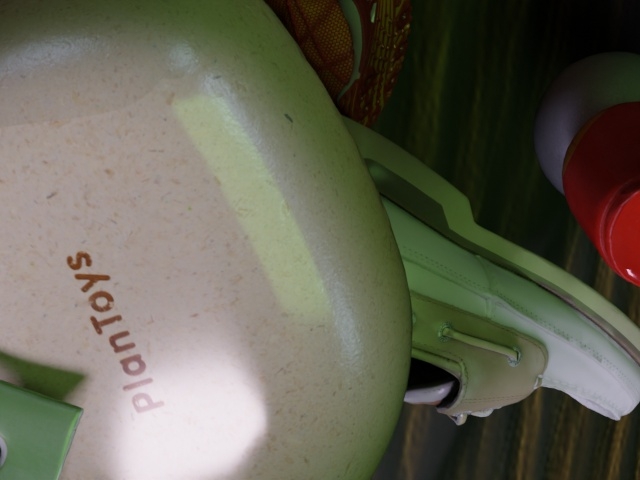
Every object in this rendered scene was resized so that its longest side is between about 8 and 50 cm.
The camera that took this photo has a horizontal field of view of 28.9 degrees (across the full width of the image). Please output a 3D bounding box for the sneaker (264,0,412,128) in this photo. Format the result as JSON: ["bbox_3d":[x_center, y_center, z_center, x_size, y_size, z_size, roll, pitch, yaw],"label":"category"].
[{"bbox_3d":[0.001,-0.120,0.597,0.064,0.067,0.175,-55,149,-27],"label":"sneaker"}]

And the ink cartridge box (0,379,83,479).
[{"bbox_3d":[-0.168,0.144,0.458,0.062,0.108,0.209,89,20,-83],"label":"ink cartridge box"}]

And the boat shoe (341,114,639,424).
[{"bbox_3d":[0.068,0.041,0.674,0.302,0.113,0.103,32,83,-32],"label":"boat shoe"}]

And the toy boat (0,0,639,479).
[{"bbox_3d":[0.000,0.000,0.502,0.148,0.318,0.268,-83,159,-67],"label":"toy boat"}]
